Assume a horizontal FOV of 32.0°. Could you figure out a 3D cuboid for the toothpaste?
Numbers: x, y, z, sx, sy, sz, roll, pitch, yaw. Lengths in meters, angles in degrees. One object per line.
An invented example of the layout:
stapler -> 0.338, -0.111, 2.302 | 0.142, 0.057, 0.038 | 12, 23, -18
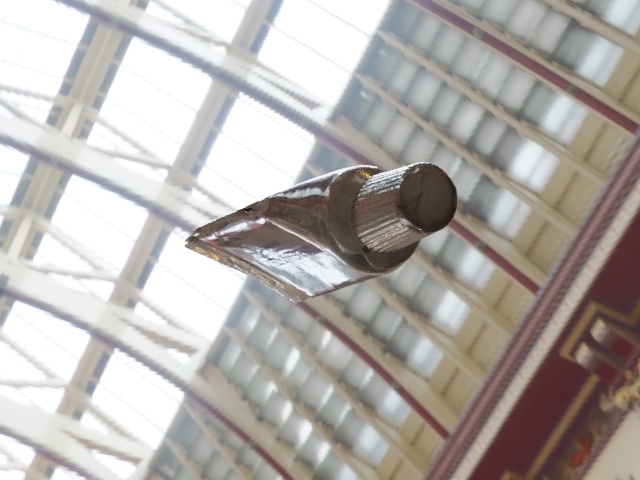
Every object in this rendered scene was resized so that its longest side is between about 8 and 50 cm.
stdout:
toothpaste -> -0.001, -0.002, 0.768 | 0.068, 0.282, 0.099 | -38, -83, -30
